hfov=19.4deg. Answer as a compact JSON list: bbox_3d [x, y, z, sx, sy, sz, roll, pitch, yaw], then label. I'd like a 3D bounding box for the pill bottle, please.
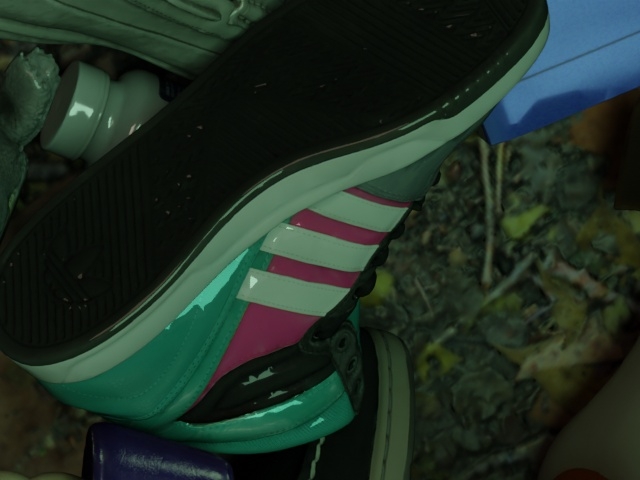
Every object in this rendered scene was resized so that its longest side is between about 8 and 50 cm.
[{"bbox_3d":[-0.081,-0.049,0.975,0.120,0.067,0.067,21,91,-22],"label":"pill bottle"}]

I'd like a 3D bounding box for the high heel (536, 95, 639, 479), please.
[{"bbox_3d":[0.241,0.098,1.093,0.181,0.127,0.377,7,101,-28],"label":"high heel"}]

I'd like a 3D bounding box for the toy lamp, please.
[{"bbox_3d":[-0.176,0.116,0.845,0.274,0.080,0.080,5,97,-10],"label":"toy lamp"}]

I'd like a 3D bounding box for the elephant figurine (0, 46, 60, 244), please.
[{"bbox_3d":[-0.272,-0.016,0.875,0.239,0.169,0.186,21,62,-6],"label":"elephant figurine"}]

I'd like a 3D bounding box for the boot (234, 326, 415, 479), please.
[{"bbox_3d":[-0.130,0.170,0.949,0.284,0.138,0.377,26,75,-10],"label":"boot"}]

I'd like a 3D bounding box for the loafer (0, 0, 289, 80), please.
[{"bbox_3d":[-0.056,-0.140,0.884,0.319,0.111,0.112,-4,73,-52],"label":"loafer"}]

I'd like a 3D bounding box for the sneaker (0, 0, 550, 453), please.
[{"bbox_3d":[0.000,0.000,0.907,0.295,0.124,0.178,-35,144,-2],"label":"sneaker"}]

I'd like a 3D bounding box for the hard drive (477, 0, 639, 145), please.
[{"bbox_3d":[0.133,-0.237,1.017,0.210,0.040,0.319,-22,106,-3],"label":"hard drive"}]
